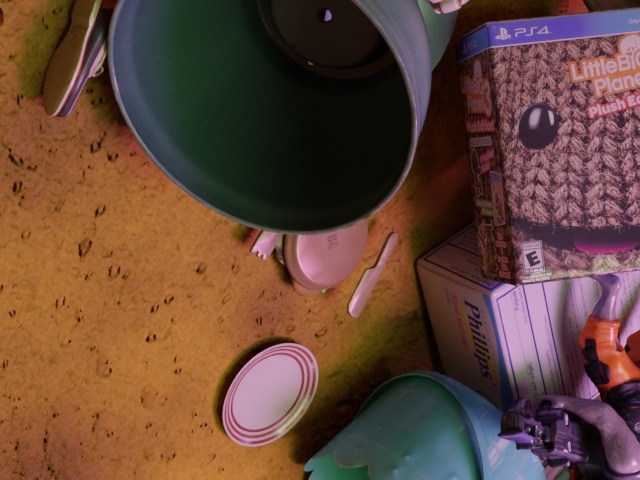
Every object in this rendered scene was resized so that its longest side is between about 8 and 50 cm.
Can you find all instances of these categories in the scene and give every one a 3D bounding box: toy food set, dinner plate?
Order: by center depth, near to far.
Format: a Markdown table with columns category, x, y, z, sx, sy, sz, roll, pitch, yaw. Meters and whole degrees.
| category | x | y | z | sx | sy | sz | roll | pitch | yaw |
| --- | --- | --- | --- | --- | --- | --- | --- | --- | --- |
| toy food set | 0.000 | 0.000 | 1.362 | 0.192 | 0.038 | 0.132 | 35 | 81 | -41 |
| dinner plate | -0.062 | 0.184 | 1.416 | 0.141 | 0.017 | 0.141 | -20 | 124 | -33 |

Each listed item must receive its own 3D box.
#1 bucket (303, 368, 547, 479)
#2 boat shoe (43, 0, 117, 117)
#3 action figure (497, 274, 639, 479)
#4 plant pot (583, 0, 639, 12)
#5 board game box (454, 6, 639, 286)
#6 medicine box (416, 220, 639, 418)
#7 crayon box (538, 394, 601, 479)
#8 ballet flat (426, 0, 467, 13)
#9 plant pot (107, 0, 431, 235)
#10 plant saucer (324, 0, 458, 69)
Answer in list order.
| category | x | y | z | sx | sy | sz | roll | pitch | yaw |
| --- | --- | --- | --- | --- | --- | --- | --- | --- | --- |
| bucket | 0.137 | 0.309 | 1.486 | 0.183 | 0.281 | 0.281 | -45 | 135 | -26 |
| boat shoe | -0.212 | -0.173 | 1.066 | 0.043 | 0.049 | 0.137 | 17 | 96 | -47 |
| action figure | 0.359 | 0.200 | 1.428 | 0.341 | 0.179 | 0.330 | 13 | 81 | -55 |
| plant pot | 0.475 | -0.375 | 1.439 | 0.229 | 0.263 | 0.263 | -37 | 135 | -43 |
| board game box | 0.297 | -0.108 | 1.345 | 0.232 | 0.141 | 0.291 | -8 | 93 | -8 |
| medicine box | 0.302 | 0.081 | 1.568 | 0.289 | 0.149 | 0.263 | -32 | 124 | -23 |
| crayon box | 0.422 | 0.400 | 1.875 | 0.313 | 0.106 | 0.363 | 30 | 97 | -49 |
| ballet flat | 0.117 | -0.267 | 1.199 | 0.213 | 0.072 | 0.068 | 17 | 57 | -63 |
| plant pot | -0.022 | -0.179 | 1.090 | 0.196 | 0.293 | 0.293 | -59 | 147 | -47 |
| plant saucer | 0.069 | -0.247 | 1.279 | 0.195 | 0.037 | 0.195 | -20 | 125 | -32 |
